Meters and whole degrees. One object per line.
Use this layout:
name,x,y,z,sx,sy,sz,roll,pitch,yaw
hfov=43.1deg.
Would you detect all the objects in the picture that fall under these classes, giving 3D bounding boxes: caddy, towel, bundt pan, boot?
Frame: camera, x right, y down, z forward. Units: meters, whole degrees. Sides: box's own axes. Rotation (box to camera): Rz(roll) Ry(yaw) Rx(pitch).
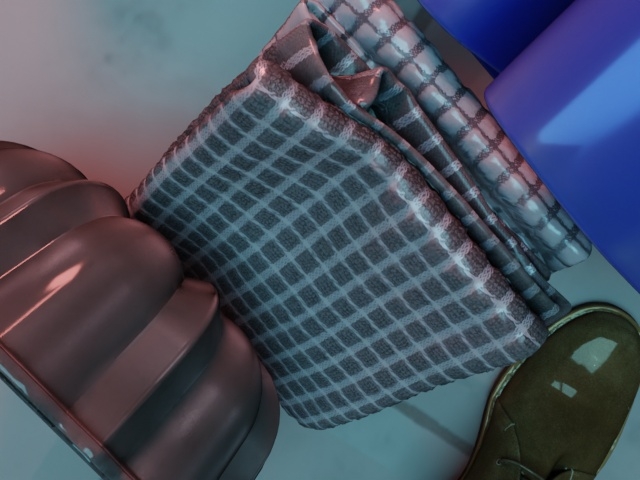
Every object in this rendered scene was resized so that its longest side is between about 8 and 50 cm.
caddy,0.205,-0.097,0.465,0.179,0.241,0.341,-36,141,19
towel,0.000,0.000,0.536,0.235,0.121,0.284,49,143,-6
bundt pan,-0.156,0.066,0.557,0.331,0.331,0.124,48,67,-8
boot,0.164,0.187,0.629,0.112,0.115,0.305,33,92,2
